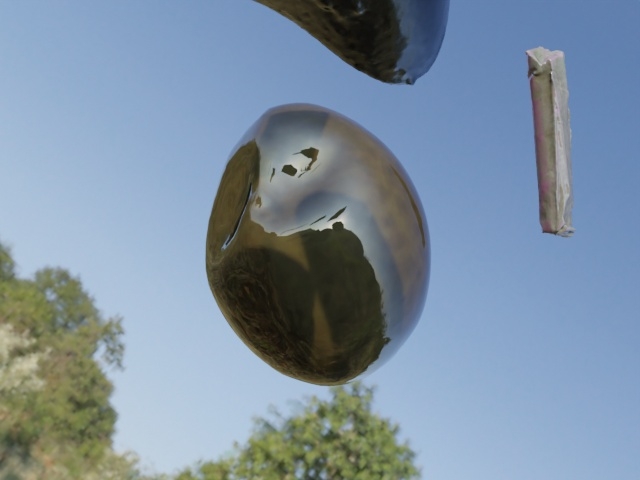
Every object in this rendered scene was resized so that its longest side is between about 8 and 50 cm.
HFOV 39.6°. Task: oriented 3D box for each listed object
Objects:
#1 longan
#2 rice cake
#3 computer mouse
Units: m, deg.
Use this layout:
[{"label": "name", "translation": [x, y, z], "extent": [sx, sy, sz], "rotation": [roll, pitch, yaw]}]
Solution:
[{"label": "longan", "translation": [0.000, 0.000, 1.071], "extent": [0.288, 0.288, 0.350], "rotation": [100, -18, -64]}, {"label": "rice cake", "translation": [0.319, -0.135, 1.228], "extent": [0.049, 0.055, 0.270], "rotation": [-3, -86, 37]}, {"label": "computer mouse", "translation": [-0.001, -0.189, 0.493], "extent": [0.264, 0.147, 0.088], "rotation": [14, -23, -35]}]
